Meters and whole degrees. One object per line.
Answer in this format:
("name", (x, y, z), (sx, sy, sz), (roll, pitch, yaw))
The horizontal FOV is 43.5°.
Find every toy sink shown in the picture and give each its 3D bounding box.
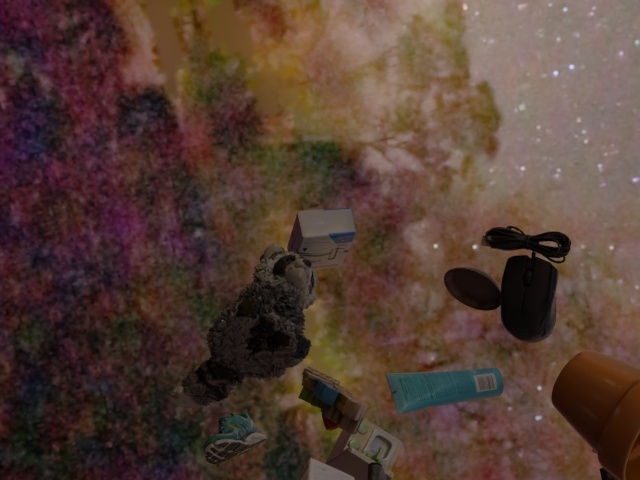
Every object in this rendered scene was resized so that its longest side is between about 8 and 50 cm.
("toy sink", (0.136, 0.616, 2.340), (0.131, 0.153, 0.234), (-59, 180, -29))

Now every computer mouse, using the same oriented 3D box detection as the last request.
("computer mouse", (0.439, 0.110, 1.733), (0.072, 0.189, 0.272), (-34, 124, -52))

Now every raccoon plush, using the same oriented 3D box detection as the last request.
("raccoon plush", (-0.192, 0.188, 1.974), (0.216, 0.446, 0.299), (53, 25, -26))

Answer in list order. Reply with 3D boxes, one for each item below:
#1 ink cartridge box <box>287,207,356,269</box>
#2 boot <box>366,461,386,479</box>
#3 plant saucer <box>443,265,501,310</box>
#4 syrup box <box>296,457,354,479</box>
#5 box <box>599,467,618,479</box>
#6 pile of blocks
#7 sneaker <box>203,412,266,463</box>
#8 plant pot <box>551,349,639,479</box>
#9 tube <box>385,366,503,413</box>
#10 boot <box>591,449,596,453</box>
("ink cartridge box", (0.000, 0.000, 2.159), (0.203, 0.148, 0.085), (108, -27, -60))
("boot", (0.120, 0.584, 1.861), (0.161, 0.084, 0.246), (-88, 167, -46))
("plant saucer", (0.415, 0.124, 2.162), (0.029, 0.168, 0.168), (-55, 151, -32))
("syrup box", (0.000, 0.480, 1.348), (0.093, 0.096, 0.237), (-63, -174, 15))
("box", (0.639, 0.481, 1.488), (0.231, 0.056, 0.183), (-44, -144, 45))
("pile of blocks", (0.011, 0.444, 2.190), (0.112, 0.149, 0.362), (-66, -164, -3))
("sneaker", (-0.244, 0.520, 2.130), (0.110, 0.107, 0.275), (59, 11, 14))
("plant pot", (0.522, 0.293, 1.412), (0.188, 0.205, 0.205), (35, -34, 45))
("tube", (0.222, 0.261, 1.422), (0.080, 0.207, 0.052), (-110, -156, -44))
("boot", (0.741, 0.520, 1.829), (0.104, 0.211, 0.295), (-61, -179, -3))
